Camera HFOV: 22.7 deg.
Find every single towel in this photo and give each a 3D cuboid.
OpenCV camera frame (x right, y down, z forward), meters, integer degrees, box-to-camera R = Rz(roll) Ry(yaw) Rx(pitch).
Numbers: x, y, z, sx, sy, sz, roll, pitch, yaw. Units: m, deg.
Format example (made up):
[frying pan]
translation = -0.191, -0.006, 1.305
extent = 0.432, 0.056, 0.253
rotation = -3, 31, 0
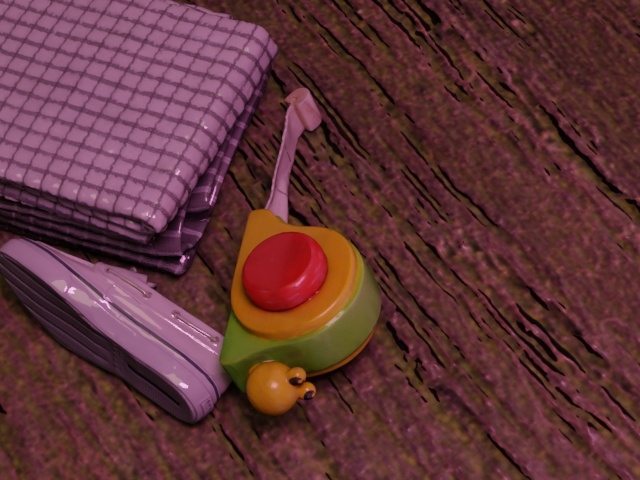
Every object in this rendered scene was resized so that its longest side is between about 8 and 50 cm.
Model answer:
[towel]
translation = -0.197, -0.108, 1.390
extent = 0.283, 0.121, 0.235
rotation = 15, 61, 17

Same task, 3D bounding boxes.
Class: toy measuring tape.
[toy measuring tape]
translation = 0.000, 0.000, 1.306
extent = 0.121, 0.121, 0.330
rotation = 4, 52, 10

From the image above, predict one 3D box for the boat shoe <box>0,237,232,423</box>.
[boat shoe]
translation = -0.164, 0.062, 1.314
extent = 0.226, 0.083, 0.076
rotation = 37, 58, 12
